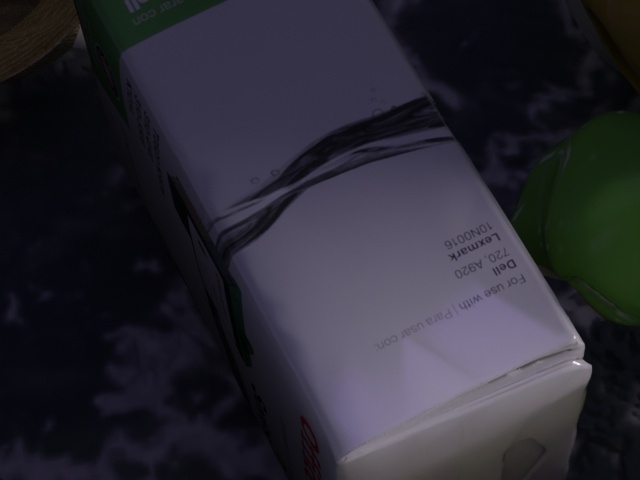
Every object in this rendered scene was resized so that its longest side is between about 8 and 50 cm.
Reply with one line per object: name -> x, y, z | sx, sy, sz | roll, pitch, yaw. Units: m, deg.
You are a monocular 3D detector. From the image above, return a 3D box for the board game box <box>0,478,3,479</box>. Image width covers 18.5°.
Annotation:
board game box -> -0.214, 0.149, 0.637 | 0.165, 0.042, 0.243 | 30, 101, 16

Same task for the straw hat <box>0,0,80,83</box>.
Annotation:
straw hat -> -0.138, -0.098, 0.821 | 0.144, 0.061, 0.144 | -10, 57, 15

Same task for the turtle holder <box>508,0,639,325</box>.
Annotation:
turtle holder -> 0.206, -0.099, 0.728 | 0.227, 0.243, 0.320 | 3, 74, 42

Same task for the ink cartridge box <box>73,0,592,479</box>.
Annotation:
ink cartridge box -> 0.000, 0.000, 0.711 | 0.092, 0.160, 0.219 | -25, 64, -9
